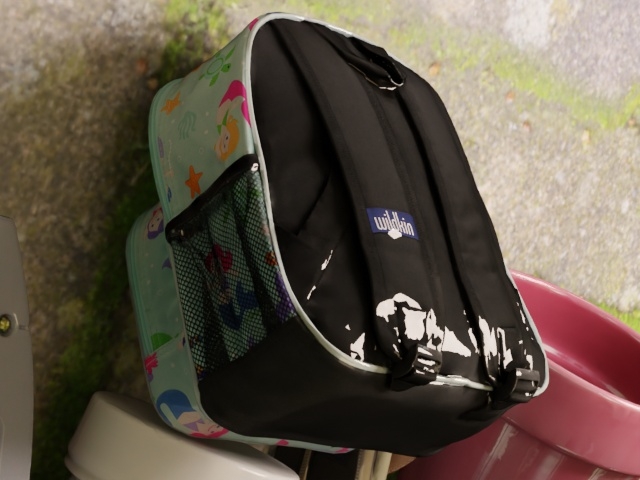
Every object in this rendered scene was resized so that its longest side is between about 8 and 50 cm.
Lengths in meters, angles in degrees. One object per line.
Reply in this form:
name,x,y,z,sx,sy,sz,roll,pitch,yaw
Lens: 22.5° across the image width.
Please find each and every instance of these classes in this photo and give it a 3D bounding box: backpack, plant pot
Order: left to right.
backpack,0.000,0.000,0.959,0.225,0.191,0.253,13,57,-45
plant pot,0.149,0.144,1.180,0.201,0.201,0.180,9,114,-45

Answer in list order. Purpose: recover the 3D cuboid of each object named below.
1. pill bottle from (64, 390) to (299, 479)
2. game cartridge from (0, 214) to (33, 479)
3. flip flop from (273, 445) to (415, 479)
pill bottle,-0.129,0.245,0.965,0.161,0.161,0.283,25,88,-45
game cartridge,-0.243,0.121,0.839,0.196,0.060,0.294,12,80,-42
flip flop,0.035,0.125,1.112,0.080,0.112,0.277,7,104,-46
